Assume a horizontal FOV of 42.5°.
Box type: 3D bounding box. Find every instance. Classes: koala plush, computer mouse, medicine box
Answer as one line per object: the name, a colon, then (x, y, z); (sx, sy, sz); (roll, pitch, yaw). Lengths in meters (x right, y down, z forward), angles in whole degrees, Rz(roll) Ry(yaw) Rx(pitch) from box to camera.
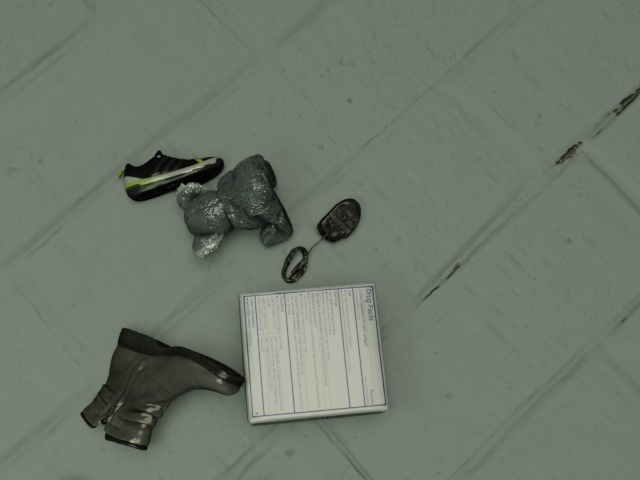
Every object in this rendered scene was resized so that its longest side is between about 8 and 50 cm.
koala plush: (-0.199, -0.073, 1.778); (0.221, 0.203, 0.196); (-20, 76, 4)
computer mouse: (0.000, 0.000, 1.840); (0.242, 0.041, 0.071); (-45, 98, -8)
medicine box: (-0.017, 0.239, 1.712); (0.289, 0.149, 0.264); (-4, 76, -5)

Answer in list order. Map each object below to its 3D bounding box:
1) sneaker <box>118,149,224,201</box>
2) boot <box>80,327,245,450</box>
sneaker: (-0.336, -0.165, 1.837); (0.234, 0.084, 0.097); (-17, 75, -7)
boot: (-0.316, 0.322, 1.655); (0.338, 0.118, 0.223); (10, 72, 37)
